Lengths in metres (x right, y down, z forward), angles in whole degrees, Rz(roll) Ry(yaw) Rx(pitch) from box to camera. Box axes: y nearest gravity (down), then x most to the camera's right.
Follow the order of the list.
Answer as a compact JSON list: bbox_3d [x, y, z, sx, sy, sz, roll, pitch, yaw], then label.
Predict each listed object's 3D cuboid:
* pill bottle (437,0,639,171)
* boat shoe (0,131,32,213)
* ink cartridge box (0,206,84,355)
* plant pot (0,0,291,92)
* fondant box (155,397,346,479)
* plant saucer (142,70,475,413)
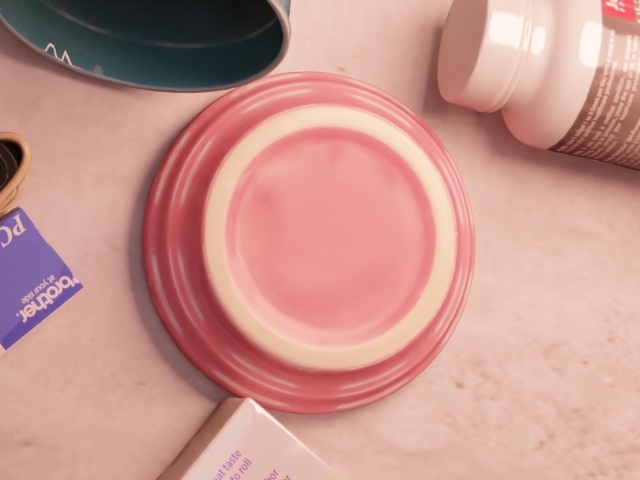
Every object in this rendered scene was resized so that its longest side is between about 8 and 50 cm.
[{"bbox_3d":[0.284,-0.164,1.802,0.318,0.176,0.176,11,82,-16],"label":"pill bottle"},{"bbox_3d":[-0.385,-0.003,1.625,0.302,0.098,0.109,-35,96,-17],"label":"boat shoe"},{"bbox_3d":[-0.326,0.071,1.665,0.207,0.046,0.097,-40,99,-16],"label":"ink cartridge box"},{"bbox_3d":[-0.143,-0.308,1.655,0.271,0.271,0.255,16,66,-15],"label":"plant pot"},{"bbox_3d":[-0.032,0.340,1.708,0.330,0.096,0.238,42,75,-9],"label":"fondant box"},{"bbox_3d":[0.000,0.000,1.752,0.332,0.084,0.332,1,86,-17],"label":"plant saucer"}]
